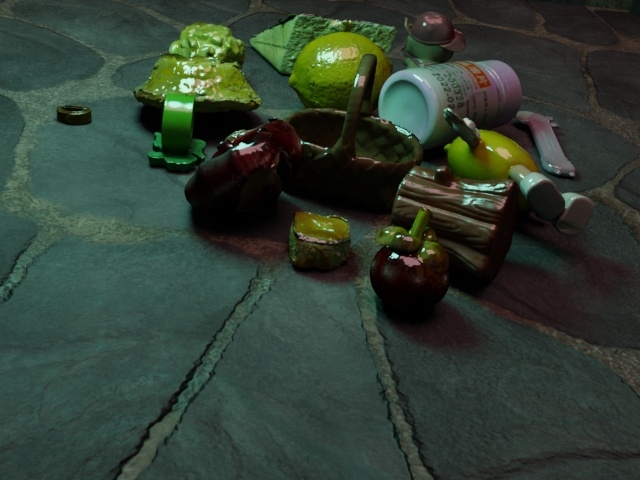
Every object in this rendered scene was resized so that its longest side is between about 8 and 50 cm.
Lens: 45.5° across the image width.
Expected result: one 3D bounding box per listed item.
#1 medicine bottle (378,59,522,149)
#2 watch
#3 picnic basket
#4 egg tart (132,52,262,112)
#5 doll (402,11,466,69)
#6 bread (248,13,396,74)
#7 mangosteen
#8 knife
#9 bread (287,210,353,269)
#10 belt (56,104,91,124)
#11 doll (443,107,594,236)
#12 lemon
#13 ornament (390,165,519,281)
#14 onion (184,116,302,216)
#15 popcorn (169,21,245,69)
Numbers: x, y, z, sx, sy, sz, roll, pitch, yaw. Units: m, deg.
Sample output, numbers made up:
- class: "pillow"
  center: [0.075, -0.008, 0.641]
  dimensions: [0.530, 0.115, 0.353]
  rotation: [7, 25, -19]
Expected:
- class: "medicine bottle"
  center: [0.362, -0.378, 2.089]
  dimensions: [0.388, 0.219, 0.219]
  rotation: [-17, 40, -37]
- class: "watch"
  center: [-0.325, -0.258, 1.775]
  dimensions: [0.131, 0.152, 0.165]
  rotation: [8, 29, -7]
- class: "picnic basket"
  center: [0.078, -0.264, 1.733]
  dimensions: [0.337, 0.337, 0.293]
  rotation: [13, 31, 6]
- class: "egg tart"
  center: [-0.315, -0.407, 1.974]
  dimensions: [0.345, 0.132, 0.345]
  rotation: [6, 17, -2]
- class: "doll"
  center: [0.348, -0.588, 2.399]
  dimensions: [0.196, 0.256, 0.152]
  rotation: [0, 27, -16]
- class: "bread"
  center: [-0.010, -0.667, 2.480]
  dimensions: [0.345, 0.242, 0.405]
  rotation: [-1, 36, -22]
- class: "mangosteen"
  center: [0.162, 0.040, 1.380]
  dimensions: [0.156, 0.181, 0.146]
  rotation: [15, 35, 15]
- class: "knife"
  center: [0.643, -0.279, 2.180]
  dimensions: [0.132, 0.038, 0.398]
  rotation: [6, 32, -1]
- class: "bread"
  center: [0.000, 0.000, 1.512]
  dimensions: [0.128, 0.069, 0.140]
  rotation: [6, 27, -7]
- class: "belt"
  center: [-0.614, -0.315, 1.899]
  dimensions: [0.083, 0.036, 0.059]
  rotation: [3, 32, -7]
- class: "doll"
  center: [0.413, -0.150, 1.711]
  dimensions: [0.423, 0.161, 0.348]
  rotation: [44, 1, 26]
- class: "lemon"
  center: [0.058, -0.448, 2.100]
  dimensions: [0.267, 0.267, 0.267]
  rotation: [7, 31, -4]
- class: "ornament"
  center: [0.267, -0.046, 1.529]
  dimensions: [0.217, 0.221, 0.235]
  rotation: [17, 44, 22]
- class: "onion"
  center: [-0.146, -0.130, 1.588]
  dimensions: [0.272, 0.195, 0.272]
  rotation: [-33, 12, 8]
- class: "popcorn"
  center: [-0.330, -0.529, 2.191]
  dimensions: [0.217, 0.181, 0.235]
  rotation: [23, 29, 26]
